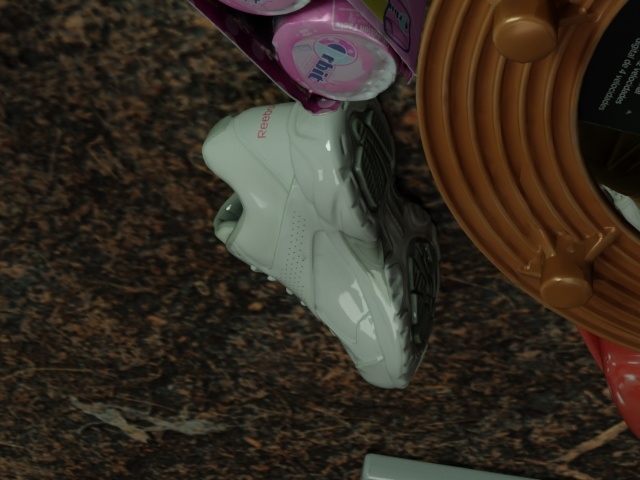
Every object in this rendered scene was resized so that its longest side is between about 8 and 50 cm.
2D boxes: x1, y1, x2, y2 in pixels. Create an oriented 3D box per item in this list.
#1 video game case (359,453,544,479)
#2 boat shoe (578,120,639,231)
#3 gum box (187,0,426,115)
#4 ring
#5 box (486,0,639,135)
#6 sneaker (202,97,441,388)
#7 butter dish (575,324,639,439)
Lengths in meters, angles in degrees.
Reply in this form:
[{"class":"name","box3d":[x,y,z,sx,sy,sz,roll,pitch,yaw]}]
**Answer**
[{"class":"video game case","box3d":[0.138,0.247,1.202,0.227,0.026,0.206,8,145,1]},{"class":"boat shoe","box3d":[0.173,-0.060,0.705,0.098,0.096,0.277,-35,144,16]},{"class":"gum box","box3d":[-0.024,-0.148,0.609,0.062,0.107,0.188,-19,136,35]},{"class":"ring","box3d":[0.198,-0.034,0.494,0.337,0.032,0.336,7,142,5]},{"class":"box","box3d":[0.219,-0.106,0.560,0.290,0.169,0.087,15,142,-5]},{"class":"sneaker","box3d":[0.000,0.000,0.847,0.115,0.090,0.232,1,136,24]},{"class":"butter dish","box3d":[0.232,0.082,0.863,0.160,0.118,0.160,-9,141,24]}]
